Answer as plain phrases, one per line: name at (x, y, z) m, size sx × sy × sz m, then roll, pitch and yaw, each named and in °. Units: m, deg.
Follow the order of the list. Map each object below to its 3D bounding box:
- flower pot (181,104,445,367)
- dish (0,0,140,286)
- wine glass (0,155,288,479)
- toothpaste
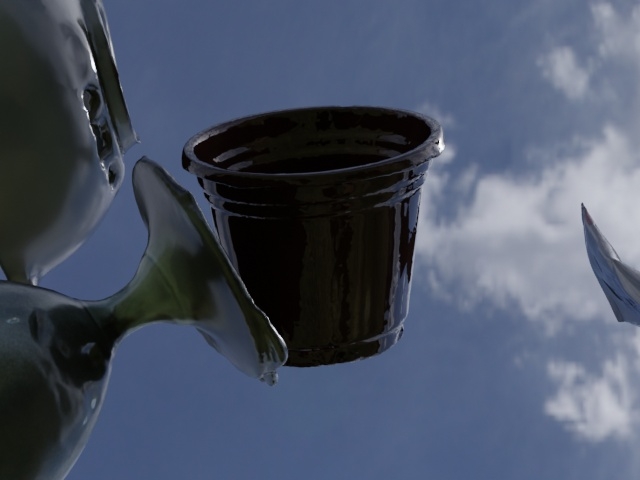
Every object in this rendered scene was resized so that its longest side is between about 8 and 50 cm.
flower pot at (0.000, 0.000, 0.736) m, size 0.111 × 0.111 × 0.089 m, roll -2°, pitch -72°, yaw 8°
dish at (-0.143, -0.072, 0.927) m, size 0.086 × 0.228 × 0.236 m, roll -16°, pitch -24°, yaw -4°
wine glass at (-0.131, 0.062, 0.650) m, size 0.222 × 0.103 × 0.103 m, roll -30°, pitch -64°, yaw -15°
toothpaste at (0.194, 0.034, 0.950) m, size 0.075 × 0.301 × 0.048 m, roll 41°, pitch -90°, yaw -13°
